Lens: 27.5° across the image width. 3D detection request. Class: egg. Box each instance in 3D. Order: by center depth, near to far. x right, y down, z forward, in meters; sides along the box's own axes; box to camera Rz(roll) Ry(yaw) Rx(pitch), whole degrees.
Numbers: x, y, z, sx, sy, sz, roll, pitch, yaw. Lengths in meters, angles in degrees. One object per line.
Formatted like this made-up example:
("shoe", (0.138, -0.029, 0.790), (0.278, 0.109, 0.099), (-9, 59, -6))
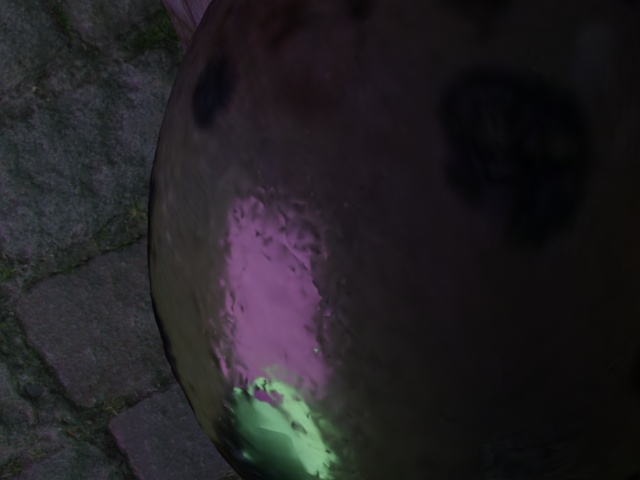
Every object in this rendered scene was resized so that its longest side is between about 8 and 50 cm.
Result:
("egg", (0.071, -0.007, 0.754), (0.345, 0.345, 0.428), (56, 159, 40))
